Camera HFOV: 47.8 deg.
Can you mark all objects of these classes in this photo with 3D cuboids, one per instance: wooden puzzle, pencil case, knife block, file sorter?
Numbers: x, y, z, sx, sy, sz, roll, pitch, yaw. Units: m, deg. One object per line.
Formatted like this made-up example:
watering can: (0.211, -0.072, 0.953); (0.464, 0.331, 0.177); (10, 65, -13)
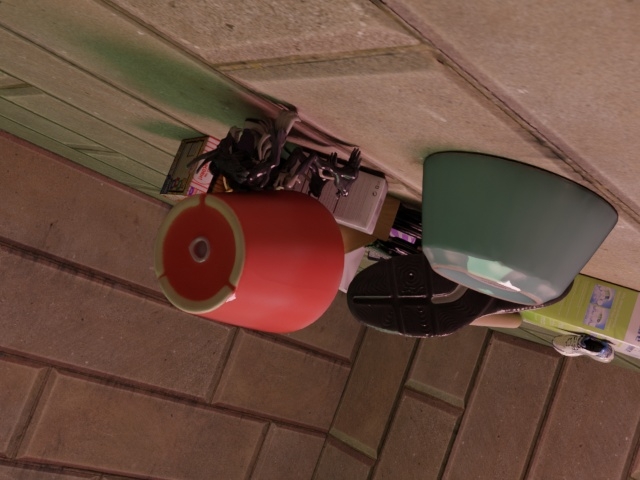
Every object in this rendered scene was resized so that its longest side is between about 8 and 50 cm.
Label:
wooden puzzle: (0.334, 0.114, 1.705); (0.221, 0.044, 0.238); (7, -143, -29)
pencil case: (0.180, -0.008, 1.777); (0.088, 0.086, 0.206); (64, 173, 3)
knife block: (0.111, -0.070, 1.543); (0.275, 0.242, 0.088); (66, 166, -2)
file sorter: (0.000, 0.000, 1.909); (0.173, 0.192, 0.278); (22, 174, 20)

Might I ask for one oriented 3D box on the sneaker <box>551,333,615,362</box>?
sneaker: (0.576, 0.227, 1.593); (0.135, 0.052, 0.058); (6, 154, 35)

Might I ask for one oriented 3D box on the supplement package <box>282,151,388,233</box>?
supplement package: (0.029, -0.092, 1.402); (0.179, 0.105, 0.105); (20, 179, 10)

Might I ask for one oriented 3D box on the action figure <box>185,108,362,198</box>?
action figure: (-0.079, -0.145, 1.207); (0.276, 0.140, 0.164); (6, -176, -31)

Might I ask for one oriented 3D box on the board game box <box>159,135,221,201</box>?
board game box: (-0.299, -0.163, 1.670); (0.045, 0.146, 0.193); (25, 173, -29)

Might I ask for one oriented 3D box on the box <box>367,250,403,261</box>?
box: (0.270, 0.054, 1.954); (0.183, 0.059, 0.233); (11, -179, -38)

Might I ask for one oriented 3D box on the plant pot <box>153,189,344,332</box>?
plant pot: (-0.133, 0.028, 1.248); (0.275, 0.274, 0.243); (16, -176, 32)

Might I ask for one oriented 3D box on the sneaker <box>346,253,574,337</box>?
sneaker: (0.287, 0.109, 1.533); (0.448, 0.169, 0.257); (-8, 174, 7)

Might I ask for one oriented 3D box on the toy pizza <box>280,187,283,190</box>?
toy pizza: (-0.104, -0.144, 1.727); (0.201, 0.032, 0.201); (20, 174, 2)

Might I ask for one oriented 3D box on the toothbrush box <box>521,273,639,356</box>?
toothbrush box: (0.611, 0.161, 1.643); (0.283, 0.122, 0.206); (17, 172, 20)

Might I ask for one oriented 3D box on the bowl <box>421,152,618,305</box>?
bowl: (0.283, -0.003, 1.135); (0.312, 0.163, 0.311); (21, 173, 3)

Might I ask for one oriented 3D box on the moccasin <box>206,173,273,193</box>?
moccasin: (-0.234, -0.123, 1.880); (0.147, 0.139, 0.380); (25, -174, -46)

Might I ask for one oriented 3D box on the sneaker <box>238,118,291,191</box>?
sneaker: (-0.125, -0.139, 1.427); (0.107, 0.124, 0.283); (20, 174, 8)

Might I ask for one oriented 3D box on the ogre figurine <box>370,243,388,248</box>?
ogre figurine: (0.078, -0.046, 1.673); (0.197, 0.096, 0.118); (24, 179, 2)
